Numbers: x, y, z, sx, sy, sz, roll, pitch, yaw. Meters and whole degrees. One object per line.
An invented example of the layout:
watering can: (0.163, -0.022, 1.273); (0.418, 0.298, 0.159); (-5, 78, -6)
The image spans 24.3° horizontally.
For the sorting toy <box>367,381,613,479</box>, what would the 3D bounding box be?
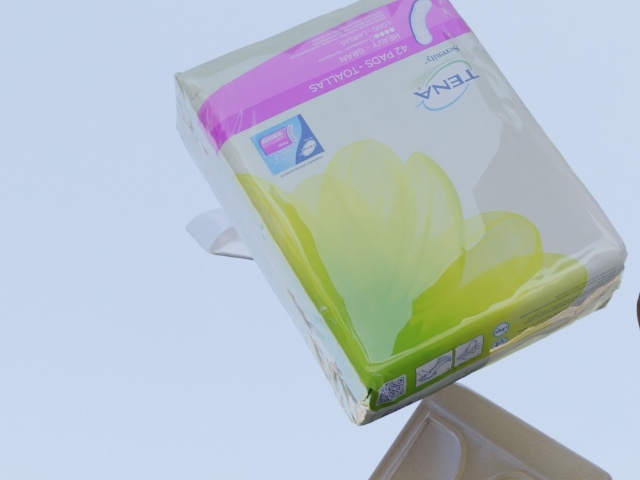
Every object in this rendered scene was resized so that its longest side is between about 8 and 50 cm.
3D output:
sorting toy: (0.112, 0.241, 1.055); (0.041, 0.229, 0.307); (41, -7, -31)

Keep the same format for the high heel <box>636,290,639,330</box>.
high heel: (0.219, 0.084, 0.705); (0.117, 0.244, 0.082); (18, -70, -2)

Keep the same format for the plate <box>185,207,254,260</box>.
plate: (0.000, 0.000, 1.641); (0.277, 0.045, 0.278); (7, 5, -11)

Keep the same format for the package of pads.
package of pads: (0.058, -0.038, 1.094); (0.229, 0.296, 0.101); (-24, -24, -16)
